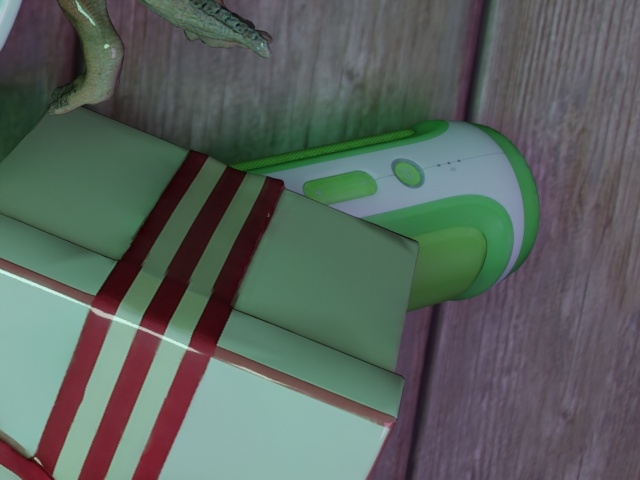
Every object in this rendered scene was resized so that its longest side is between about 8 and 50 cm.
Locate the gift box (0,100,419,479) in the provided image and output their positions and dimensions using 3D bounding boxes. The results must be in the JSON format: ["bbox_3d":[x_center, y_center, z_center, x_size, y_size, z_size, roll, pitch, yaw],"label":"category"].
[{"bbox_3d":[-0.093,0.117,0.910,0.258,0.255,0.276,-71,178,-69],"label":"gift box"}]

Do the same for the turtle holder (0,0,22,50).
[{"bbox_3d":[-0.251,-0.161,0.730,0.243,0.227,0.320,-44,137,-14],"label":"turtle holder"}]

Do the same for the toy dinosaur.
[{"bbox_3d":[-0.103,-0.191,0.863,0.127,0.296,0.200,-11,126,-8],"label":"toy dinosaur"}]

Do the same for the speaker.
[{"bbox_3d":[0.000,0.000,1.148,0.296,0.131,0.131,-14,123,-39],"label":"speaker"}]
